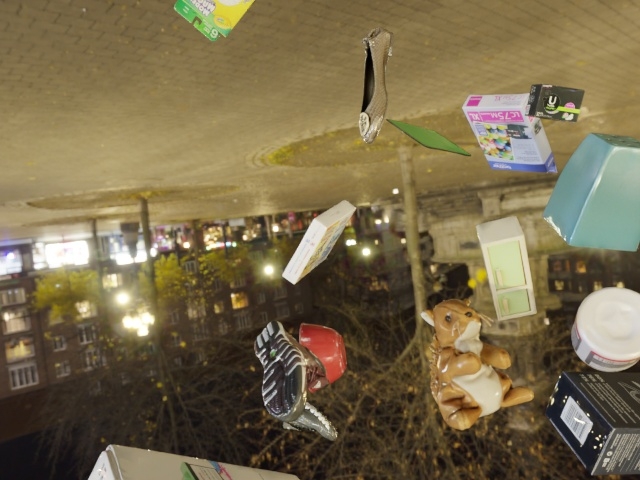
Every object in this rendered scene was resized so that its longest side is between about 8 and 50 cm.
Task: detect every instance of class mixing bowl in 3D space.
[{"bbox_3d":[0.013,0.300,1.367,0.098,0.182,0.181,-9,-179,7],"label":"mixing bowl"}]

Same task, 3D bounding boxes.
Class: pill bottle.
[{"bbox_3d":[0.754,0.245,1.359,0.176,0.176,0.318,-6,157,20],"label":"pill bottle"}]

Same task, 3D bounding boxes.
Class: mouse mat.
[{"bbox_3d":[0.263,-0.249,1.265,0.189,0.007,0.152,3,-147,-40],"label":"mouse mat"}]

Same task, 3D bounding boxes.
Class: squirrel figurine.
[{"bbox_3d":[0.455,0.388,1.744,0.281,0.371,0.397,-17,169,-12],"label":"squirrel figurine"}]

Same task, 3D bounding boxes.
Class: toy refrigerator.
[{"bbox_3d":[0.481,0.079,1.341,0.102,0.270,0.094,-14,-145,14],"label":"toy refrigerator"}]

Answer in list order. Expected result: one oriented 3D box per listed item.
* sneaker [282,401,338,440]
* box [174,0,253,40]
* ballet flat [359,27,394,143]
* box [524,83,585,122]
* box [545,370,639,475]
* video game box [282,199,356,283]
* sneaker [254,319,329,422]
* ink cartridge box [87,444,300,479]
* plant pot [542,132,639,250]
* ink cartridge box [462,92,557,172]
[{"bbox_3d":[-0.055,0.524,1.529,0.234,0.106,0.078,33,165,29],"label":"sneaker"},{"bbox_3d":[-0.178,-0.465,0.962,0.105,0.179,0.043,32,-162,-38],"label":"box"},{"bbox_3d":[0.103,-0.319,1.058,0.058,0.250,0.084,12,170,-22],"label":"ballet flat"},{"bbox_3d":[0.445,-0.261,0.993,0.083,0.062,0.052,7,-165,-3],"label":"box"},{"bbox_3d":[0.550,0.326,0.943,0.207,0.108,0.153,5,-156,-11],"label":"box"},{"bbox_3d":[0.000,0.000,1.352,0.048,0.187,0.205,34,-152,11],"label":"video game box"},{"bbox_3d":[-0.034,0.276,1.047,0.106,0.162,0.281,-47,-155,9],"label":"sneaker"},{"bbox_3d":[-0.155,0.381,0.618,0.278,0.201,0.117,26,178,-32],"label":"ink cartridge box"},{"bbox_3d":[0.663,-0.122,1.220,0.165,0.234,0.166,5,-153,-4],"label":"plant pot"},{"bbox_3d":[0.552,-0.290,1.505,0.185,0.065,0.311,15,157,47],"label":"ink cartridge box"}]
